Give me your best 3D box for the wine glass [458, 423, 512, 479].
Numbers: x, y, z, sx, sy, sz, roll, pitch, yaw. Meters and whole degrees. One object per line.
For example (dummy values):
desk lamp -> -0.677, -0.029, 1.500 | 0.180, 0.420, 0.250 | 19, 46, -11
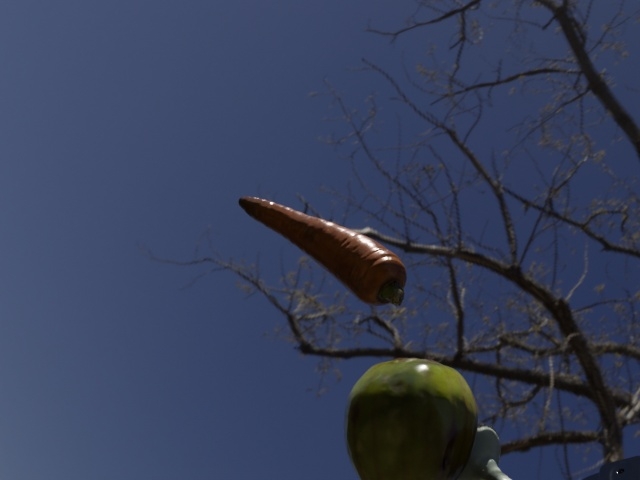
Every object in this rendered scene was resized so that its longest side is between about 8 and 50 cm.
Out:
wine glass -> 0.312, 0.359, 0.936 | 0.321, 0.143, 0.144 | 16, -55, 45

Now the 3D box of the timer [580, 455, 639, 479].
timer -> 0.300, 0.277, 0.712 | 0.144, 0.187, 0.055 | -30, -85, 32

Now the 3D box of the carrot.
carrot -> 0.000, 0.000, 0.797 | 0.256, 0.061, 0.061 | 33, -45, 37

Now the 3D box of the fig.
fig -> 0.044, 0.154, 0.474 | 0.093, 0.166, 0.093 | 23, -14, 6
